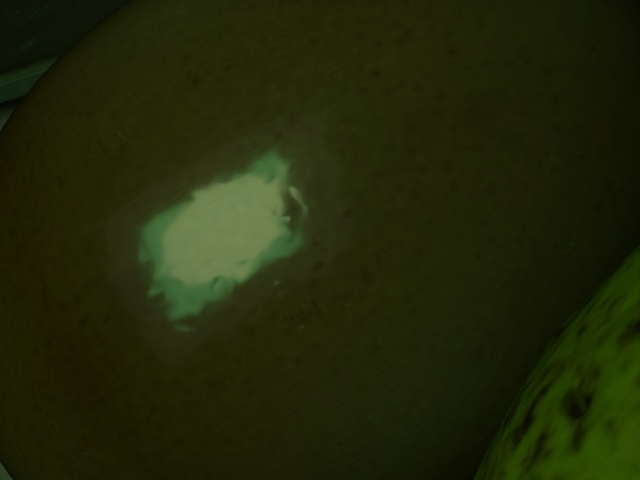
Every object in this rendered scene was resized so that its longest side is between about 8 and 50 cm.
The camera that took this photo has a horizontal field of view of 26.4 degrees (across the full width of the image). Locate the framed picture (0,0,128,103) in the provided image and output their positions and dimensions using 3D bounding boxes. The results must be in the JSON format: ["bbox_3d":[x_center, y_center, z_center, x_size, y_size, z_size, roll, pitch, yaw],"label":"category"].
[{"bbox_3d":[-0.222,-0.167,0.721,0.324,0.240,0.020,-11,39,37],"label":"framed picture"}]

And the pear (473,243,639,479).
[{"bbox_3d":[0.228,0.109,0.356,0.391,0.391,0.391,-4,82,29],"label":"pear"}]

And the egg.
[{"bbox_3d":[0.000,0.000,0.564,0.322,0.250,0.250,-35,68,15],"label":"egg"}]
